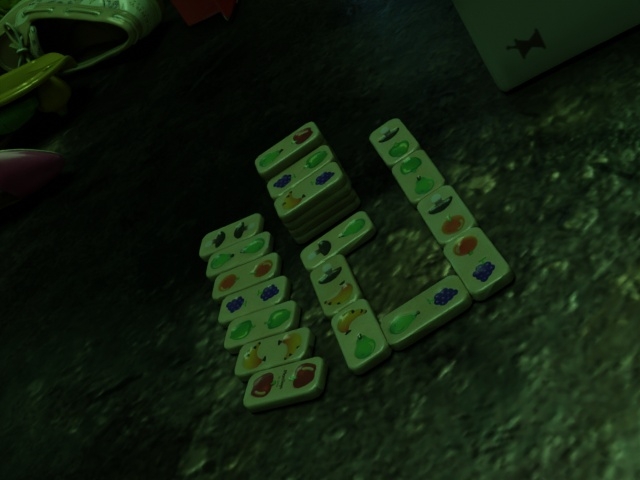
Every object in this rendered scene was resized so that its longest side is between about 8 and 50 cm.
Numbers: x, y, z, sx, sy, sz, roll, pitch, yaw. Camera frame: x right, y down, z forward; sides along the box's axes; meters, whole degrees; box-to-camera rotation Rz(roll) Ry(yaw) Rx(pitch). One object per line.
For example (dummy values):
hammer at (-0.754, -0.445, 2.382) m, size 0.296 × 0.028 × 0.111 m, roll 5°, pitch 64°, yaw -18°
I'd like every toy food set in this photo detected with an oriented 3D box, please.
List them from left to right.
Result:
toy food set at (-0.391, -0.163, 1.218) m, size 0.217 × 0.071 × 0.128 m, roll -18°, pitch 30°, yaw 21°

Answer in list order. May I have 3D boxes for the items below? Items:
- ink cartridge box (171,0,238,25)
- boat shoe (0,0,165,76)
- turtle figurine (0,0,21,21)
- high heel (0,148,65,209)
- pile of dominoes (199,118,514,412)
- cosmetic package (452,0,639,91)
ink cartridge box at (-0.154, -0.361, 1.175) m, size 0.078 × 0.134 × 0.231 m, roll -19°, pitch 37°, yaw 23°
boat shoe at (-0.336, -0.269, 1.258) m, size 0.285 × 0.105 × 0.089 m, roll -12°, pitch 38°, yaw 32°
turtle figurine at (-0.535, -0.370, 1.584) m, size 0.270 × 0.087 × 0.217 m, roll -59°, pitch 37°, yaw 7°
high heel at (-0.383, -0.018, 1.050) m, size 0.244 × 0.082 × 0.117 m, roll -16°, pitch 69°, yaw 7°
pile of dominoes at (0.000, 0.000, 0.683) m, size 0.196 × 0.040 × 0.251 m, roll -33°, pitch 33°, yaw 5°
cosmetic package at (0.136, -0.352, 0.813) m, size 0.161 × 0.230 × 0.453 m, roll -25°, pitch 36°, yaw 16°
